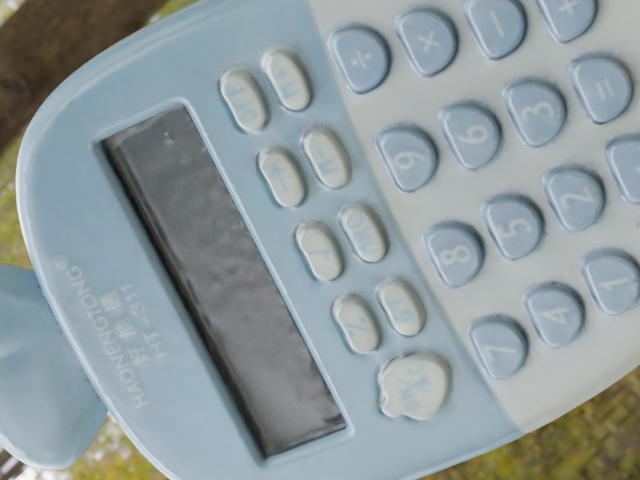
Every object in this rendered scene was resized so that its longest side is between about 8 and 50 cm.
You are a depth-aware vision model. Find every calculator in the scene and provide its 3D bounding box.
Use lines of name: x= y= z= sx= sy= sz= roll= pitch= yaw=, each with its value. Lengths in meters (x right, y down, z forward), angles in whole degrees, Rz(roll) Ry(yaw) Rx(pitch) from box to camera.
calculator: x=0.000 y=0.000 z=0.550 sx=0.188 sy=0.303 sz=0.042 roll=64 pitch=-159 yaw=-13
